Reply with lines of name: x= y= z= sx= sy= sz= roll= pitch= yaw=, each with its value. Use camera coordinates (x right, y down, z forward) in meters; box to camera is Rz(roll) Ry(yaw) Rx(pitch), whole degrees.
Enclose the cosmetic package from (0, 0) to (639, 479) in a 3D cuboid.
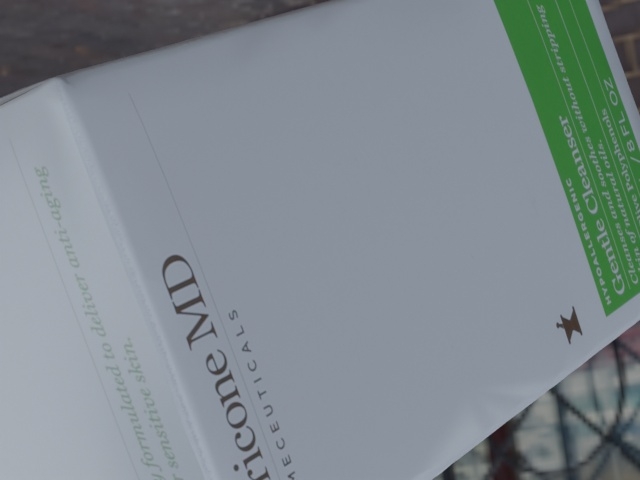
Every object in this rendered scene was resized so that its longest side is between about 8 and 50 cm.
cosmetic package: x=0.000 y=0.000 z=0.644 sx=0.155 sy=0.197 sz=0.365 roll=-16 pitch=-172 yaw=39
